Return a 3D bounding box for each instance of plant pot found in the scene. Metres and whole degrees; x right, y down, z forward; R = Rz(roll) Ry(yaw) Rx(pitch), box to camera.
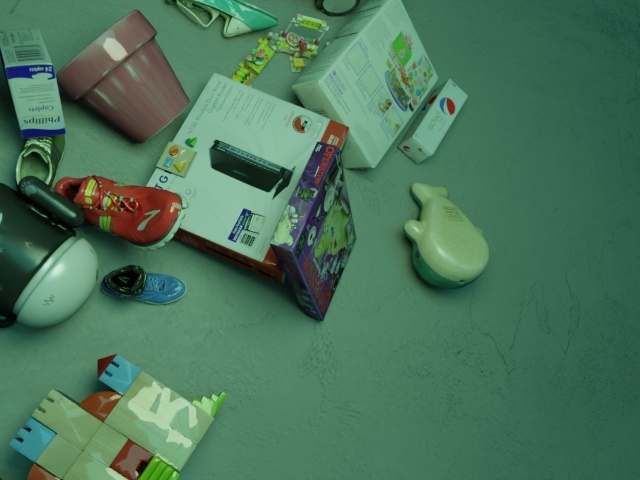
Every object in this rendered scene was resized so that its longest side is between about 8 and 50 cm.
[{"bbox_3d":[-0.350,-0.288,1.020,0.180,0.201,0.201,51,62,-25],"label":"plant pot"}]

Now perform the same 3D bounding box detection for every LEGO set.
[{"bbox_3d":[-0.076,-0.420,1.212,0.286,0.107,0.132,-20,87,-27],"label":"LEGO set"}]

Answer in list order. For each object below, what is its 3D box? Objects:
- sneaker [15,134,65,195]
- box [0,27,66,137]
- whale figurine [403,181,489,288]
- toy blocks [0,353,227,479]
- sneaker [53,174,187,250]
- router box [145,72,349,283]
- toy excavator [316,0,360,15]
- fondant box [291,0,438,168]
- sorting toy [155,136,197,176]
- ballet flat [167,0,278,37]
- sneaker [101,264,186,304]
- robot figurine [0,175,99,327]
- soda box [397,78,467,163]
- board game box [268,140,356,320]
[{"bbox_3d":[-0.491,-0.151,0.970,0.064,0.086,0.192,10,73,-22],"label":"sneaker"},{"bbox_3d":[-0.491,-0.266,0.935,0.072,0.137,0.126,-15,51,-25],"label":"box"},{"bbox_3d":[0.276,-0.009,1.287,0.216,0.141,0.272,3,53,-25],"label":"whale figurine"},{"bbox_3d":[-0.363,0.342,0.885,0.260,0.191,0.382,35,66,-2],"label":"toy blocks"},{"bbox_3d":[-0.344,-0.055,0.915,0.118,0.278,0.108,36,66,-55],"label":"sneaker"},{"bbox_3d":[-0.143,-0.126,1.075,0.300,0.082,0.336,22,68,2],"label":"router box"},{"bbox_3d":[-0.072,-0.681,1.190,0.445,0.432,0.223,11,72,-52],"label":"toy excavator"},{"bbox_3d":[0.114,-0.359,1.249,0.330,0.096,0.238,-53,125,-24],"label":"fondant box"},{"bbox_3d":[-0.262,-0.163,1.024,0.061,0.012,0.083,19,69,2],"label":"sorting toy"},{"bbox_3d":[-0.216,-0.490,1.190,0.247,0.083,0.087,19,95,-20],"label":"ballet flat"},{"bbox_3d":[-0.315,0.081,0.999,0.152,0.084,0.058,10,74,-23],"label":"sneaker"},{"bbox_3d":[-0.496,0.019,0.885,0.278,0.209,0.174,37,49,-13],"label":"robot figurine"},{"bbox_3d":[0.279,-0.296,1.367,0.069,0.074,0.216,38,66,-12],"label":"soda box"},{"bbox_3d":[0.000,0.000,1.040,0.056,0.347,0.208,21,69,18],"label":"board game box"}]
